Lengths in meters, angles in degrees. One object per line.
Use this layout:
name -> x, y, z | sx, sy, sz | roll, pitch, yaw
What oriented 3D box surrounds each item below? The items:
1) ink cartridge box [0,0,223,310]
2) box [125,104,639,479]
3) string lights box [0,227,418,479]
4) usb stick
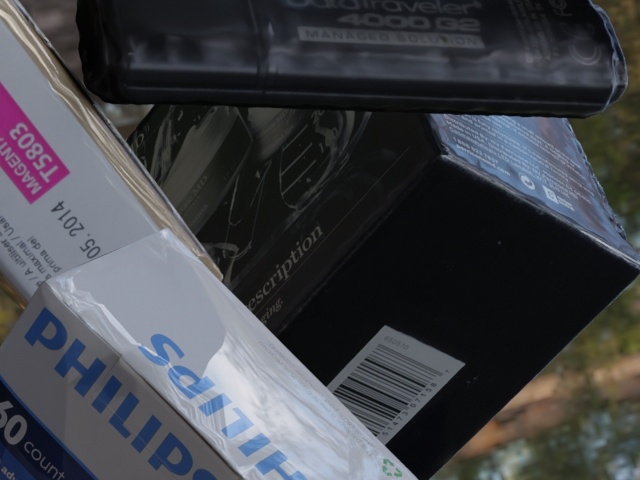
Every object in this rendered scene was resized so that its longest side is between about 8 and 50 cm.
ink cartridge box -> -0.176, -0.062, 0.938 | 0.235, 0.088, 0.193 | 55, -12, -30
box -> 0.000, 0.000, 1.272 | 0.343, 0.179, 0.312 | -48, -146, 24
string lights box -> -0.094, 0.136, 0.692 | 0.133, 0.077, 0.260 | 45, -59, 12
usb stick -> 0.018, -0.096, 0.916 | 0.045, 0.278, 0.077 | 116, -33, -49
